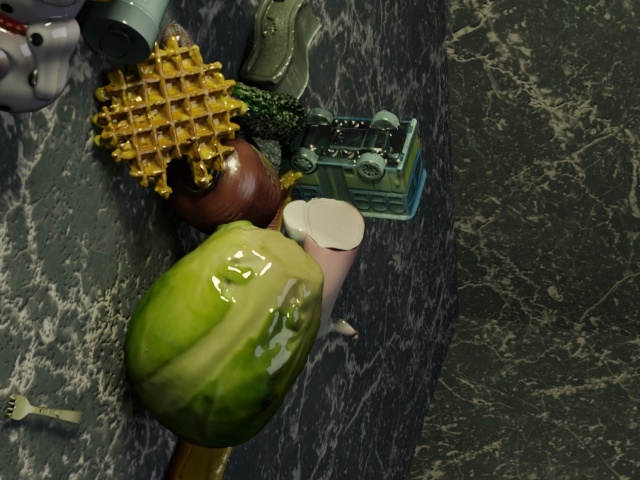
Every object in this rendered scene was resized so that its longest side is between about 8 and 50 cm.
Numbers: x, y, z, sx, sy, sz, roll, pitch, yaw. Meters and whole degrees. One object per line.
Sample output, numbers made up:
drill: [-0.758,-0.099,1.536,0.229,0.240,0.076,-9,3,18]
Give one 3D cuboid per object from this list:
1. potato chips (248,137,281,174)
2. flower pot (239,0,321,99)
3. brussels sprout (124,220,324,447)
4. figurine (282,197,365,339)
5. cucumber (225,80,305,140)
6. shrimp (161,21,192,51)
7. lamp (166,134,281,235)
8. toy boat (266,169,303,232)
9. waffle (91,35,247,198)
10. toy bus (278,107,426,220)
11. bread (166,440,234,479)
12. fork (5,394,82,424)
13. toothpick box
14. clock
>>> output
potato chips: [-0.116,-0.144,1.926,0.228,0.059,0.167,-80,161,-64]
flower pot: [-0.076,-0.381,1.991,0.108,0.103,0.229,54,45,-62]
brussels sprout: [-0.150,0.161,1.622,0.315,0.276,0.371,-28,151,-53]
figurine: [-0.034,0.074,1.826,0.206,0.284,0.315,-4,122,-35]
cucumber: [-0.113,-0.223,1.771,0.359,0.096,0.096,-16,111,-75]
shrimp: [-0.226,-0.260,1.648,0.073,0.075,0.190,-116,-168,-61]
lamp: [-0.169,-0.095,1.720,0.258,0.180,0.180,35,62,-69]
toy boat: [-0.107,0.012,2.040,0.141,0.099,0.318,11,88,-68]
waffle: [-0.227,-0.187,1.524,0.231,0.051,0.228,38,74,-30]
toy bus: [0.049,-0.159,2.101,0.190,0.312,0.152,72,30,-50]
bread: [-0.218,0.421,1.850,0.102,0.094,0.245,85,20,-55]
fork: [-0.384,0.237,1.411,0.219,0.028,0.034,45,46,-72]
toothpick box: [-0.267,-0.342,1.444,0.101,0.101,0.153,66,34,-56]
clock: [-0.350,-0.261,1.169,0.189,0.189,0.254,-39,147,-64]
